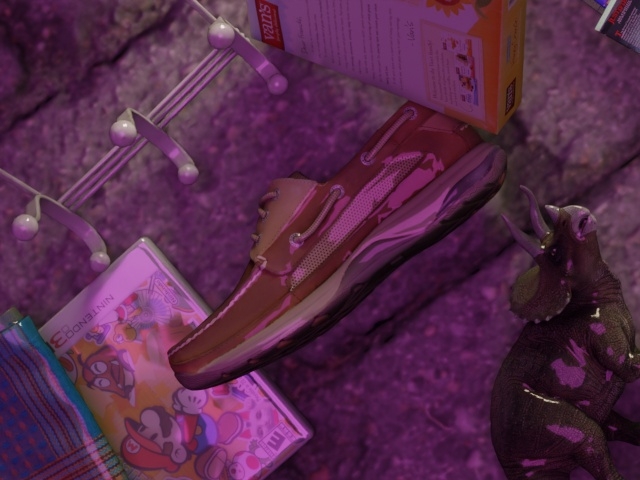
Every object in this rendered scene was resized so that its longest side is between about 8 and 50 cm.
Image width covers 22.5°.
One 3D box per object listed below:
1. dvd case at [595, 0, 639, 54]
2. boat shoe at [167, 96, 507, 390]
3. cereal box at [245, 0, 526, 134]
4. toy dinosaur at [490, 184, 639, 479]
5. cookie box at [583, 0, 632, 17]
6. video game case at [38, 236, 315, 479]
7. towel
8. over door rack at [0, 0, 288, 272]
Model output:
[{"bbox_3d":[0.293,-0.181,1.305,0.119,0.013,0.087,25,99,-18],"label":"dvd case"},{"bbox_3d":[0.000,0.000,1.327,0.324,0.123,0.116,-37,82,-3],"label":"boat shoe"},{"bbox_3d":[0.045,-0.194,1.258,0.240,0.173,0.047,25,56,22],"label":"cereal box"},{"bbox_3d":[0.206,0.124,1.317,0.160,0.121,0.313,16,99,18],"label":"toy dinosaur"},{"bbox_3d":[0.228,-0.247,1.320,0.107,0.040,0.092,36,95,4],"label":"cookie box"},{"bbox_3d":[-0.154,0.148,1.391,0.206,0.026,0.227,-42,87,7],"label":"video game case"},{"bbox_3d":[-0.270,0.274,1.388,0.271,0.040,0.370,-31,89,15],"label":"towel"},{"bbox_3d":[-0.197,-0.128,1.259,0.239,0.324,0.108,-44,43,6],"label":"over door rack"}]
